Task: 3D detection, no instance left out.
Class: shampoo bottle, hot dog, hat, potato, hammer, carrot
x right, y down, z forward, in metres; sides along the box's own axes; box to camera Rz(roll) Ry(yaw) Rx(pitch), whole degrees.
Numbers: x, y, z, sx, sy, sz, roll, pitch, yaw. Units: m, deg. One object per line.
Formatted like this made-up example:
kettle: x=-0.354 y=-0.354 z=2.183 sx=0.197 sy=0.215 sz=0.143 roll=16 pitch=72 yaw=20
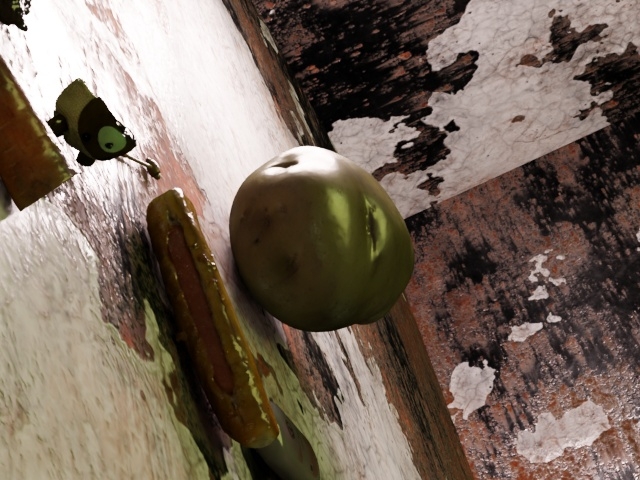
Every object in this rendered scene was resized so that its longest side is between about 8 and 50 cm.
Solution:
shampoo bottle: x=-0.047 y=0.213 z=1.229 sx=0.165 sy=0.040 sz=0.080 roll=58 pitch=12 yaw=-48
hot dog: x=-0.112 y=0.075 z=1.140 sx=0.088 sy=0.061 sz=0.286 roll=57 pitch=9 yaw=-63
hat: x=-0.212 y=-0.103 z=1.042 sx=0.076 sy=0.059 sz=0.077 roll=51 pitch=-2 yaw=15
potato: x=0.000 y=0.000 z=1.541 sx=0.243 sy=0.221 sz=0.326 roll=56 pitch=16 yaw=13
hammer: x=-0.202 y=-0.088 z=1.231 sx=0.029 sy=0.014 sz=0.123 roll=58 pitch=8 yaw=14
carrot: x=-0.260 y=-0.130 z=0.864 sx=0.224 sy=0.057 sz=0.057 roll=59 pitch=8 yaw=-2

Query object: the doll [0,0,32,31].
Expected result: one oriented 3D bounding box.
doll: x=-0.295 y=-0.268 z=1.013 sx=0.139 sy=0.057 sz=0.165 roll=53 pitch=19 yaw=-69
